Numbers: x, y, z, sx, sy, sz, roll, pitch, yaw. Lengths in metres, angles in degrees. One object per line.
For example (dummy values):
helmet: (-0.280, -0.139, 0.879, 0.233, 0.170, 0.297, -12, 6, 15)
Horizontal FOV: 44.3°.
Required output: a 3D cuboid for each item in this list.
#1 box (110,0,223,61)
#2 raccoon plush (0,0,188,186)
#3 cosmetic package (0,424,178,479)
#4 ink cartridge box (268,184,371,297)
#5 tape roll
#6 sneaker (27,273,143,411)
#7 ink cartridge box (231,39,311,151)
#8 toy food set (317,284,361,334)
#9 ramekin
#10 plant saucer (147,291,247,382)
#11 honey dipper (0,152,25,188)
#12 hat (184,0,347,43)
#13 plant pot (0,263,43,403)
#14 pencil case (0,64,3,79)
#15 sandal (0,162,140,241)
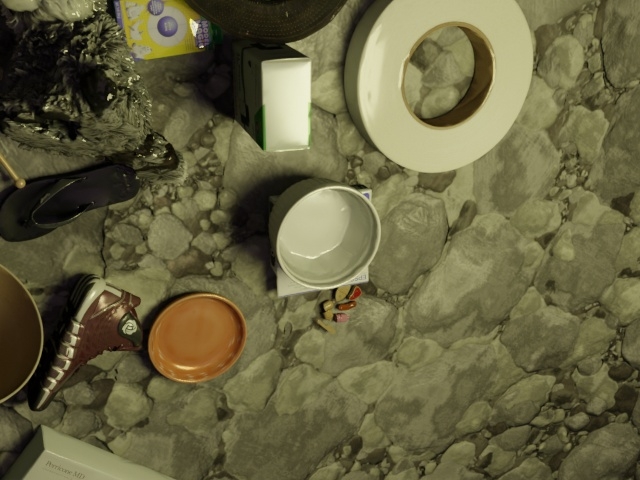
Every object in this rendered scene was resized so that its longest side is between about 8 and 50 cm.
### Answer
box: (-0.251, -0.363, 1.316, 0.179, 0.043, 0.105, -15, 118, -19)
raccoon plush: (-0.362, -0.281, 1.248, 0.216, 0.446, 0.299, -4, 76, 7)
cosmetic package: (-0.481, 0.573, 1.603, 0.377, 0.097, 0.284, 34, 93, -31)
ink cartridge box: (0.000, 0.000, 1.583, 0.206, 0.045, 0.208, -8, 113, -20)
tape roll: (0.234, -0.325, 1.527, 0.392, 0.072, 0.392, -9, 116, -19)
sneaker: (-0.420, 0.210, 1.463, 0.162, 0.106, 0.281, 24, 101, -33)
ink cartridge box: (-0.086, -0.253, 1.340, 0.087, 0.208, 0.153, -8, 114, -17)
toy food set: (0.044, 0.137, 1.681, 0.078, 0.019, 0.122, 42, 84, -32)
ramekin: (-0.002, -0.021, 1.485, 0.207, 0.109, 0.207, -8, 114, -19)
plant saucer: (-0.247, 0.190, 1.566, 0.200, 0.037, 0.200, -9, 115, -20)
honey dipper: (-0.534, -0.152, 1.284, 0.030, 0.030, 0.160, -33, 116, -7)
hat: (-0.077, -0.483, 1.219, 0.331, 0.134, 0.331, -5, 131, -6)
plant pot: (-0.631, 0.176, 1.285, 0.284, 0.284, 0.191, 28, 134, -31)
pencil case: (-0.555, -0.414, 1.091, 0.183, 0.160, 0.410, -25, 124, -41)
sandal: (-0.437, -0.072, 1.356, 0.254, 0.054, 0.097, -25, 120, -12)
